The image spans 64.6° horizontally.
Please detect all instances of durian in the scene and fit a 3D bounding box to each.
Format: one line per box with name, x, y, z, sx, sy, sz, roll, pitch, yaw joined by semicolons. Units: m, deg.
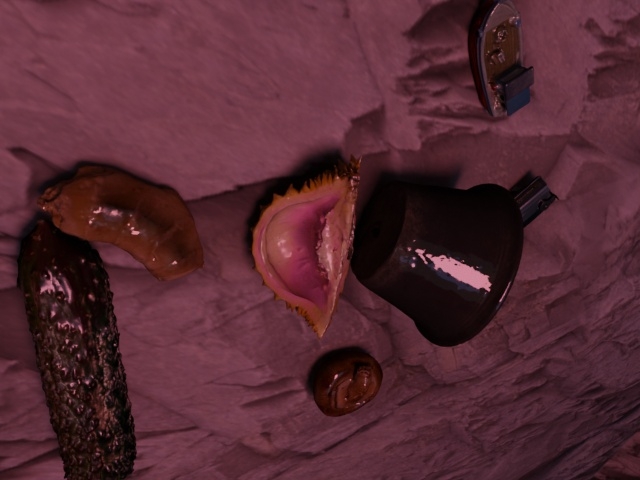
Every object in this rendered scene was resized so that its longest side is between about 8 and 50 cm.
durian;0.001;0.002;0.631;0.165;0.132;0.182;-32;120;-23

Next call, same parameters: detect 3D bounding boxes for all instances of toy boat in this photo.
toy boat;0.239;-0.237;0.661;0.069;0.059;0.173;-33;130;-8
toy boat;0.318;-0.042;0.836;0.141;0.060;0.055;-44;132;10

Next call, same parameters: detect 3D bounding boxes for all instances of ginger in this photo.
ginger;-0.195;-0.017;0.541;0.190;0.069;0.095;29;98;-39

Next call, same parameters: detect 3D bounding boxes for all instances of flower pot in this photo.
flower pot;0.135;0.010;0.679;0.148;0.235;0.235;20;108;-18

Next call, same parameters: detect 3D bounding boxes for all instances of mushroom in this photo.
mushroom;0.045;0.240;0.835;0.127;0.087;0.127;-12;120;-22

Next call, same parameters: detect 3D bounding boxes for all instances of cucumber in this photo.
cucumber;-0.273;0.139;0.583;0.096;0.096;0.360;-9;122;-26
